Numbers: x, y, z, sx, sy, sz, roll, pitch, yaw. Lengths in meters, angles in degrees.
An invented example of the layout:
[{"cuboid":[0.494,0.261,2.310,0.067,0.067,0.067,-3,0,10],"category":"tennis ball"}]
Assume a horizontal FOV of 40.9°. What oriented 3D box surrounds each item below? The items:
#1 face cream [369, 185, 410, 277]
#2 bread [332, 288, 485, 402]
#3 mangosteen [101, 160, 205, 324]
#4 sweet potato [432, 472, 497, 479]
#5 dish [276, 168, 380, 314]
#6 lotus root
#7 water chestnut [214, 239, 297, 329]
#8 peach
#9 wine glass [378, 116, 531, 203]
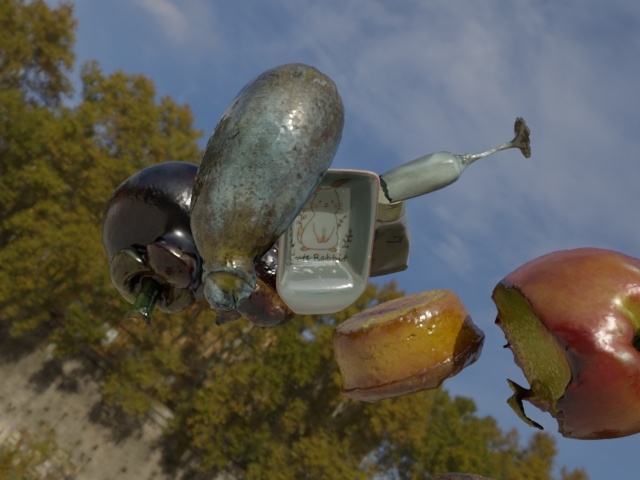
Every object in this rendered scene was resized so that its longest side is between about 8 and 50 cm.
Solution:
[{"cuboid":[0.121,-0.008,1.608,0.070,0.114,0.224,-110,-165,-44],"category":"face cream"},{"cuboid":[0.169,0.204,1.693,0.312,0.312,0.172,-12,-80,62],"category":"bread"},{"cuboid":[-0.280,-0.010,1.661,0.297,0.297,0.313,42,6,-9],"category":"mangosteen"},{"cuboid":[0.371,0.570,1.963,0.226,0.068,0.068,1,-37,21],"category":"sweet potato"},{"cuboid":[0.000,0.000,1.319,0.154,0.234,0.064,0,15,-22],"category":"dish"},{"cuboid":[-0.080,-0.073,1.017,0.140,0.322,0.158,31,-24,-9],"category":"lotus root"},{"cuboid":[-0.172,0.119,2.218,0.300,0.300,0.300,32,-23,15],"category":"water chestnut"},{"cuboid":[0.489,0.176,1.521,0.406,0.310,0.335,144,-68,-85],"category":"peach"},{"cuboid":[0.215,-0.124,1.398,0.074,0.262,0.074,160,-90,-85],"category":"wine glass"}]
